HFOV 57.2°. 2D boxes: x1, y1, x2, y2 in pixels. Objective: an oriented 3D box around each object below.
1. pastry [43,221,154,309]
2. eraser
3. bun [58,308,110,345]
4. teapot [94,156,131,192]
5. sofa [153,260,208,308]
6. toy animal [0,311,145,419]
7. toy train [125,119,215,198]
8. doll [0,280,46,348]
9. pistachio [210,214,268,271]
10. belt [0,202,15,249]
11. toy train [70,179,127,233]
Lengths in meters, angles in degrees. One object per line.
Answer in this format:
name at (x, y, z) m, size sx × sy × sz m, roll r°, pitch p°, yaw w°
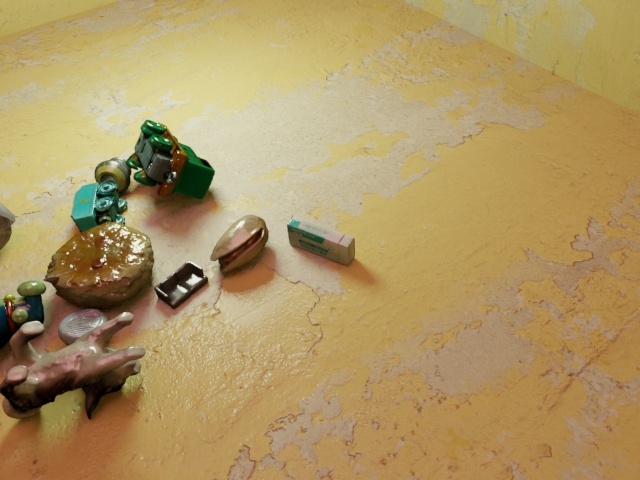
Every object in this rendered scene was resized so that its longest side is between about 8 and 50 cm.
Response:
pastry at (-0.662, 0.082, 1.806) m, size 0.329 × 0.136 × 0.330 m, roll -1°, pitch 44°, yaw 1°
eraser at (0.000, 0.000, 1.869) m, size 0.225 × 0.096 × 0.052 m, roll 20°, pitch 51°, yaw 22°
bun at (-0.670, 0.259, 1.675) m, size 0.140 × 0.083 × 0.141 m, roll 2°, pitch 37°, yaw -1°
teapot at (-0.766, -0.231, 2.146) m, size 0.165 × 0.130 × 0.119 m, roll -29°, pitch 25°, yaw 19°
sofa at (-0.425, 0.130, 1.796) m, size 0.085 × 0.060 × 0.147 m, roll 31°, pitch 55°, yaw 29°
toy animal at (-0.636, 0.343, 1.505) m, size 0.344 × 0.303 × 0.194 m, roll -1°, pitch 45°, yaw -31°
toy train at (-0.533, -0.283, 2.103) m, size 0.249 × 0.178 × 0.429 m, roll 18°, pitch 18°, yaw -34°
doll at (-0.930, 0.227, 1.652) m, size 0.321 × 0.186 × 0.198 m, roll -16°, pitch 3°, yaw -26°
pistachio at (-0.252, 0.008, 1.865) m, size 0.152 × 0.126 × 0.223 m, roll -4°, pitch 38°, yaw 51°
belt at (-1.157, -0.026, 1.885) m, size 0.323 × 0.227 × 0.115 m, roll -29°, pitch 53°, yaw -20°
toy train at (-0.766, -0.113, 2.025) m, size 0.163 × 0.112 × 0.203 m, roll -12°, pitch 44°, yaw 0°
